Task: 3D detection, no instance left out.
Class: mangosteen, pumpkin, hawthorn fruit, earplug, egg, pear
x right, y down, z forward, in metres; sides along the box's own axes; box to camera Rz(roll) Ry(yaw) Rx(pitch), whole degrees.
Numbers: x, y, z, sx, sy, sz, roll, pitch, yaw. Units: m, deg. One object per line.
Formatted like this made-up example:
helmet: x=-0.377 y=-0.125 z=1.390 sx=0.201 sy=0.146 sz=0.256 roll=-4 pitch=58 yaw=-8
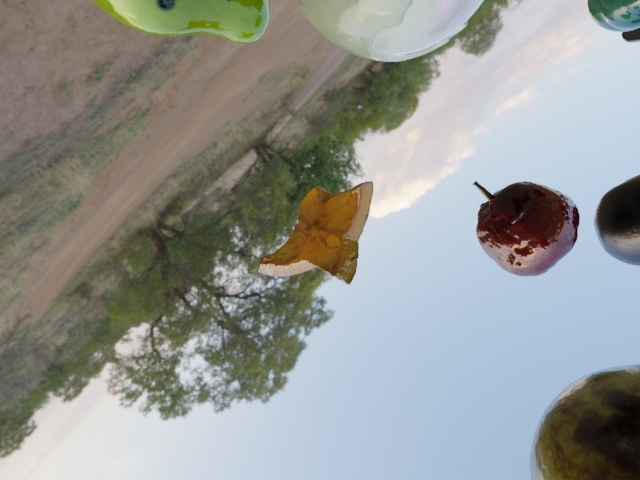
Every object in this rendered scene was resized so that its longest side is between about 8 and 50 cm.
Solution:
mangosteen: x=0.846 y=-0.021 z=1.033 sx=0.274 sy=0.274 sz=0.303 roll=-34 pitch=-120 yaw=31
pumpkin: x=-0.006 y=-0.020 z=1.040 sx=0.290 sy=0.095 sz=0.259 roll=5 pitch=-106 yaw=44
hawthorn fruit: x=0.476 y=-0.051 z=1.015 sx=0.210 sy=0.266 sz=0.230 roll=-37 pitch=165 yaw=-11
earplug: x=0.705 y=-0.558 z=0.874 sx=0.257 sy=0.164 sz=0.280 roll=-24 pitch=-156 yaw=47
egg: x=0.088 y=-0.366 z=0.510 sx=0.278 sy=0.278 sz=0.337 roll=-35 pitch=-133 yaw=26
pear: x=0.385 y=0.274 z=0.455 sx=0.283 sy=0.284 sz=0.284 roll=-39 pitch=-166 yaw=12

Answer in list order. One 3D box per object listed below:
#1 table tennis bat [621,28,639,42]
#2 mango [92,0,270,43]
table tennis bat: x=0.872 y=-0.544 z=1.013 sx=0.234 sy=0.022 sz=0.131 roll=-6 pitch=-136 yaw=44
mango: x=-0.203 y=-0.382 z=0.606 sx=0.142 sy=0.292 sz=0.176 roll=23 pitch=-71 yaw=50
